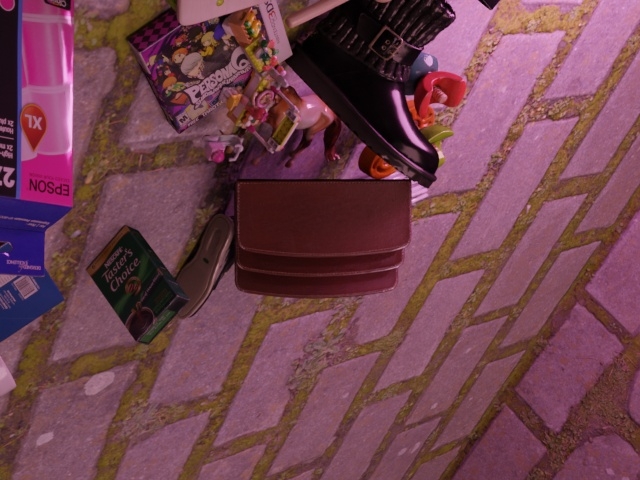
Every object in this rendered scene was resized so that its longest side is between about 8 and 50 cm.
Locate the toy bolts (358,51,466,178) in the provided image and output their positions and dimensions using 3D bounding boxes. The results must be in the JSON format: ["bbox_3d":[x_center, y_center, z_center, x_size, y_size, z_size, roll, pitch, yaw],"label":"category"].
[{"bbox_3d":[0.139,-0.244,1.990,0.218,0.158,0.229,-18,143,-31],"label":"toy bolts"}]

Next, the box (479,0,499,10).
[{"bbox_3d":[0.193,-0.492,1.692,0.103,0.184,0.261,-51,150,8],"label":"box"}]

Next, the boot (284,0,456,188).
[{"bbox_3d":[0.139,-0.279,1.806,0.260,0.348,0.131,-44,-164,7],"label":"boot"}]

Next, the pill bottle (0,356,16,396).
[{"bbox_3d":[-0.626,0.246,1.712,0.264,0.153,0.153,-31,149,-19],"label":"pill bottle"}]

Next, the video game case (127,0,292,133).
[{"bbox_3d":[-0.161,-0.295,1.668,0.232,0.042,0.210,-36,151,-10],"label":"video game case"}]

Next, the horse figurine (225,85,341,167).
[{"bbox_3d":[-0.045,-0.202,1.914,0.263,0.066,0.174,2,135,-49],"label":"horse figurine"}]

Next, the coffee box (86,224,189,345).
[{"bbox_3d":[-0.310,0.074,1.837,0.113,0.184,0.040,-46,148,10],"label":"coffee box"}]

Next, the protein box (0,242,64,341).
[{"bbox_3d":[-0.520,0.053,1.600,0.201,0.136,0.200,-35,150,-14],"label":"protein box"}]

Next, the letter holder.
[{"bbox_3d":[0.000,0.000,1.920,0.301,0.215,0.152,0,-179,-6],"label":"letter holder"}]

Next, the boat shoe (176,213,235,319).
[{"bbox_3d":[-0.202,0.055,2.046,0.079,0.084,0.233,4,124,-52],"label":"boat shoe"}]

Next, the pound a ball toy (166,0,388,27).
[{"bbox_3d":[-0.064,-0.395,1.484,0.319,0.208,0.136,-24,147,-28],"label":"pound a ball toy"}]

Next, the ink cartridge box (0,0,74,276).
[{"bbox_3d":[-0.388,-0.145,1.335,0.175,0.069,0.371,8,82,-54],"label":"ink cartridge box"}]

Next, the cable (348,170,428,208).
[{"bbox_3d":[0.083,-0.071,2.133,0.257,0.089,0.257,-24,174,16],"label":"cable"}]

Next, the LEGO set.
[{"bbox_3d":[-0.091,-0.231,1.685,0.132,0.107,0.287,-22,148,-34],"label":"LEGO set"}]
